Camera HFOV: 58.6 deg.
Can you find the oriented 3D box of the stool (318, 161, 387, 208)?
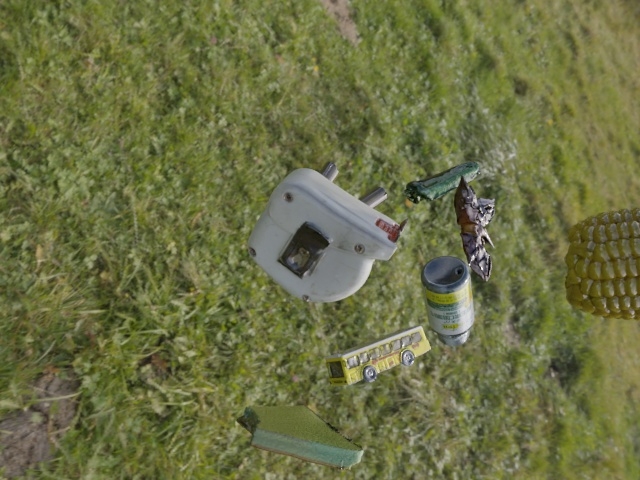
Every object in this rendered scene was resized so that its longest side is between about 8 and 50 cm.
[{"bbox_3d":[0.028,-0.051,1.445,0.178,0.272,0.272,-40,103,-42],"label":"stool"}]

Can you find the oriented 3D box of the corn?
[{"bbox_3d":[0.440,0.023,0.593,0.131,0.345,0.131,-1,90,-66],"label":"corn"}]

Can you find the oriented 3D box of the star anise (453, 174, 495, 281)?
[{"bbox_3d":[0.297,-0.029,1.083,0.157,0.054,0.212,-27,108,-58],"label":"star anise"}]

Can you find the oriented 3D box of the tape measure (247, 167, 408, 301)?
[{"bbox_3d":[0.000,0.000,1.150,0.258,0.265,0.130,32,30,-1],"label":"tape measure"}]

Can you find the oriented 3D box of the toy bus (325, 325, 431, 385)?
[{"bbox_3d":[0.122,0.240,1.181,0.226,0.081,0.074,-14,84,-30],"label":"toy bus"}]

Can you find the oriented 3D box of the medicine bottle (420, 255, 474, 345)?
[{"bbox_3d":[0.387,0.192,1.716,0.293,0.142,0.141,72,32,-41],"label":"medicine bottle"}]

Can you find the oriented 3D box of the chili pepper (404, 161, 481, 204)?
[{"bbox_3d":[0.308,-0.145,1.442,0.216,0.108,0.062,-20,93,-13],"label":"chili pepper"}]

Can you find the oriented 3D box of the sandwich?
[{"bbox_3d":[-0.060,0.449,1.291,0.212,0.245,0.063,11,93,-36],"label":"sandwich"}]
